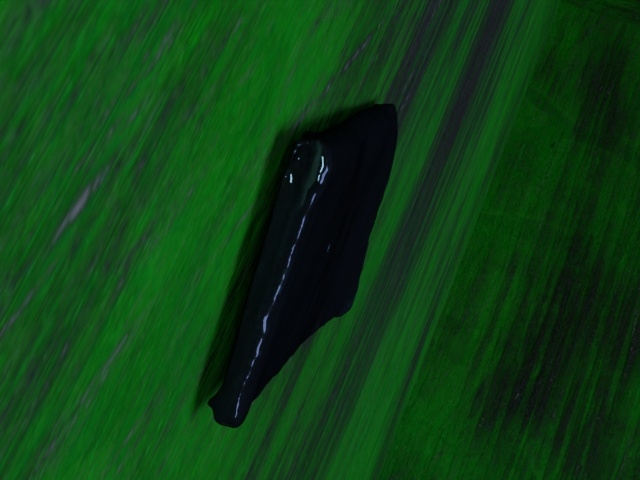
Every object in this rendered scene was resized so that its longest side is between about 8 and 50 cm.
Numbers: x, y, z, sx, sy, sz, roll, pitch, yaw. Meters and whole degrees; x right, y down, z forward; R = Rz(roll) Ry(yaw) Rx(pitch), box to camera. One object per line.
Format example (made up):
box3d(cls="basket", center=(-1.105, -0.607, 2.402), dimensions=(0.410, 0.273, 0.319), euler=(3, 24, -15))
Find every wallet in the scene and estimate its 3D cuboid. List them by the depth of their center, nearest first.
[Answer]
box3d(cls="wallet", center=(0.001, 0.000, 0.764), dimensions=(0.285, 0.030, 0.146), euler=(-41, 147, -76))
